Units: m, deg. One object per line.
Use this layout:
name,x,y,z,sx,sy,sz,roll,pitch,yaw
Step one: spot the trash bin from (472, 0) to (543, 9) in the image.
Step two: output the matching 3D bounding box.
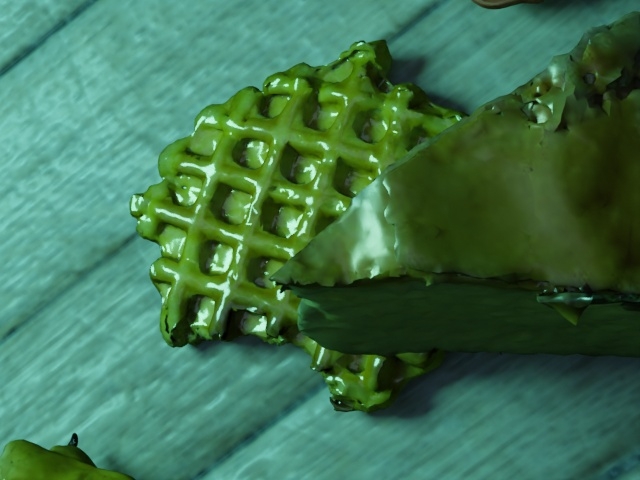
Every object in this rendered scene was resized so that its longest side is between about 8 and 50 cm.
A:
trash bin,0.162,-0.264,1.118,0.184,0.239,0.161,-14,83,10

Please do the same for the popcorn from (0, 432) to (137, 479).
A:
popcorn,-0.191,0.256,1.188,0.253,0.191,0.190,31,119,18

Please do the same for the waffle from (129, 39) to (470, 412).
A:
waffle,0.000,0.000,1.230,0.291,0.051,0.291,-2,83,13

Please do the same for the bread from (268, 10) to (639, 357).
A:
bread,0.178,0.038,1.056,0.315,0.248,0.279,-41,81,-7
